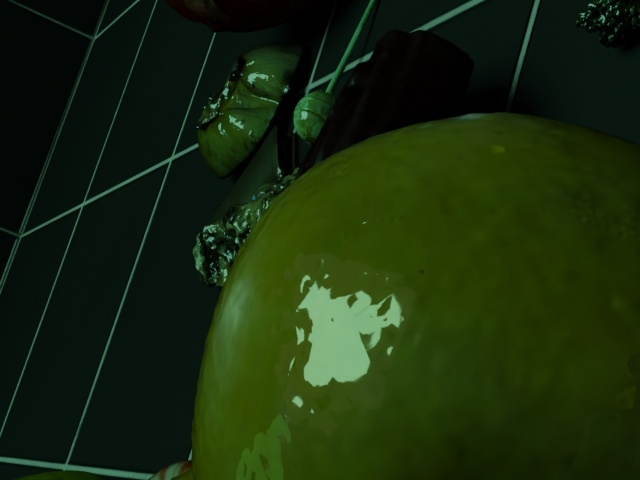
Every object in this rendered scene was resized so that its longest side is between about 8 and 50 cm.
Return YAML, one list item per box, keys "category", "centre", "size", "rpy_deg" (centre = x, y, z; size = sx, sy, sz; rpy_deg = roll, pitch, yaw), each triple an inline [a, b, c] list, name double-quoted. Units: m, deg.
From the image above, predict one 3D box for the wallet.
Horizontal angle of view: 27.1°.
- category: "wallet"
  centre: [-0.090, -0.042, 1.626]
  size: [0.198, 0.031, 0.110]
  rpy_deg: [-52, 25, 33]

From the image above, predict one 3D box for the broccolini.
- category: "broccolini"
  centre: [0.233, -0.235, 1.034]
  size: [0.074, 0.058, 0.201]
  rpy_deg: [-34, 39, 43]

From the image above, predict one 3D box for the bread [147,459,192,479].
- category: "bread"
  centre: [-0.091, 0.330, 1.000]
  size: [0.295, 0.114, 0.328]
  rpy_deg: [39, 108, 61]

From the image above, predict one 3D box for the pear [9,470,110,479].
- category: "pear"
  centre: [-0.294, 0.373, 1.402]
  size: [0.321, 0.269, 0.269]
  rpy_deg: [-19, 51, 56]

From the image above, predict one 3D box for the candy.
- category: "candy"
  centre: [0.026, -0.198, 1.507]
  size: [0.061, 0.061, 0.202]
  rpy_deg: [-16, 46, 63]

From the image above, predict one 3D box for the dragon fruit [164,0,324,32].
- category: "dragon fruit"
  centre: [-0.100, -0.393, 1.666]
  size: [0.342, 0.277, 0.277]
  rpy_deg: [-22, 49, 68]

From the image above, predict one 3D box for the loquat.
- category: "loquat"
  centre: [0.094, 0.082, 0.683]
  size: [0.328, 0.328, 0.359]
  rpy_deg: [-52, 15, 32]

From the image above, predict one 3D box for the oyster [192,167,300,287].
- category: "oyster"
  centre: [-0.048, -0.020, 1.450]
  size: [0.223, 0.083, 0.214]
  rpy_deg: [-59, 25, 3]

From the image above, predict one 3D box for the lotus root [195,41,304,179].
- category: "lotus root"
  centre: [-0.104, -0.179, 1.709]
  size: [0.203, 0.078, 0.183]
  rpy_deg: [-41, 25, 50]

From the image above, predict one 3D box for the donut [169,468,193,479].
- category: "donut"
  centre: [-0.002, 0.263, 0.818]
  size: [0.108, 0.277, 0.278]
  rpy_deg: [-19, 51, 48]

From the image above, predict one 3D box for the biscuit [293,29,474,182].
- category: "biscuit"
  centre: [0.000, 0.000, 1.153]
  size: [0.407, 0.091, 0.407]
  rpy_deg: [-62, 6, 10]
